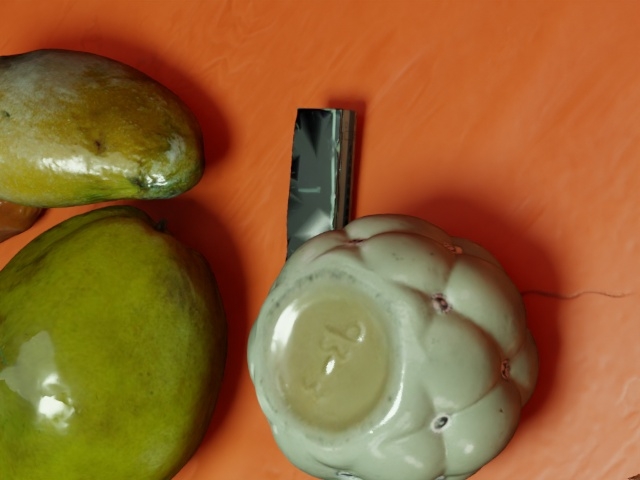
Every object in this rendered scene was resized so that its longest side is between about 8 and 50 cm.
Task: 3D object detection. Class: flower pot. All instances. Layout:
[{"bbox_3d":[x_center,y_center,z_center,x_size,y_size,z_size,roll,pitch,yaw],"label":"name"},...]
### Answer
[{"bbox_3d":[0.058,0.098,1.014,0.246,0.195,0.246,-3,85,32],"label":"flower pot"}]

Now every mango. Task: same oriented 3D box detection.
[{"bbox_3d":[-0.248,-0.112,1.237,0.316,0.193,0.146,13,135,29],"label":"mango"}]

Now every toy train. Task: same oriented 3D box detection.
[{"bbox_3d":[0.000,0.000,1.151,0.055,0.048,0.252,6,94,28],"label":"toy train"}]

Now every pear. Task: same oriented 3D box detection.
[{"bbox_3d":[-0.225,0.122,1.168,0.269,0.269,0.321,22,84,32],"label":"pear"}]

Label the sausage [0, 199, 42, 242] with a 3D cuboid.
[{"bbox_3d":[-0.456,-0.009,1.412,0.348,0.094,0.097,-25,67,29],"label":"sausage"}]

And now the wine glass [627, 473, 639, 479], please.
[{"bbox_3d":[0.336,0.292,0.855,0.143,0.143,0.321,-25,74,28],"label":"wine glass"}]
